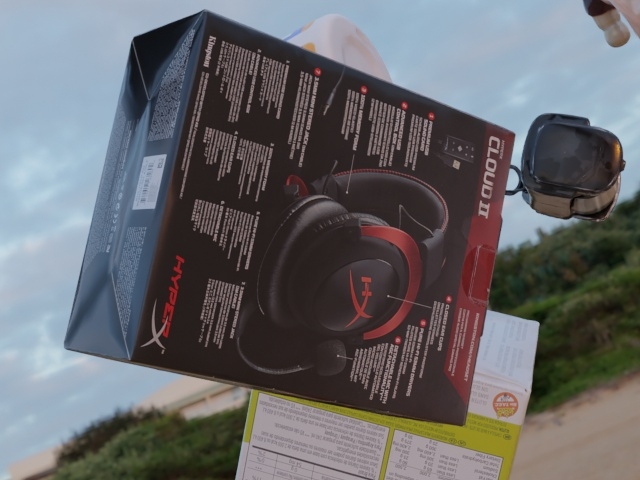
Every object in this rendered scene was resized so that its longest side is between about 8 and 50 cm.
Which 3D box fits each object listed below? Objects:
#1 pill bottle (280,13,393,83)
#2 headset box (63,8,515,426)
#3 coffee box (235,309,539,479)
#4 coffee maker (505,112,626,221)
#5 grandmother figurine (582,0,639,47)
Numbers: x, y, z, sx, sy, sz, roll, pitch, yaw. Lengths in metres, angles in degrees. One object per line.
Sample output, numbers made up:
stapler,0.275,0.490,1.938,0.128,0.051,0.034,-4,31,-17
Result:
pill bottle,-0.063,-0.121,1.264,0.272,0.152,0.152,-24,-12,26
headset box,0.000,0.000,0.794,0.293,0.218,0.110,15,-9,-33
coffee box,0.095,0.267,1.584,0.338,0.334,0.337,13,13,11
coffee maker,0.303,-0.087,1.501,0.171,0.120,0.178,-13,-13,12
grandmother figurine,0.309,-0.274,1.181,0.104,0.342,0.208,-24,-26,-15
